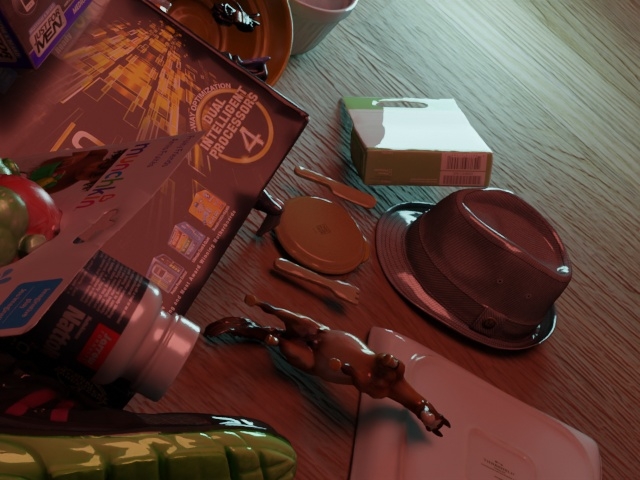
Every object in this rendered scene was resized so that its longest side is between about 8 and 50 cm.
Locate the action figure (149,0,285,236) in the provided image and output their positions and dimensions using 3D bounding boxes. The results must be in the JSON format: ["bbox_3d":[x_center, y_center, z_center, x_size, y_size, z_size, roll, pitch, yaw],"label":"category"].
[{"bbox_3d":[-0.141,-0.158,1.763,0.341,0.178,0.330,-24,86,-39],"label":"action figure"}]

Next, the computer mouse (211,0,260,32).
[{"bbox_3d":[-0.155,-0.327,1.841,0.193,0.042,0.106,49,16,4],"label":"computer mouse"}]

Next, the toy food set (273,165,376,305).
[{"bbox_3d":[0.000,0.000,1.859,0.132,0.038,0.192,23,43,-10],"label":"toy food set"}]

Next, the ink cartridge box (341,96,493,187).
[{"bbox_3d":[0.124,-0.136,2.047,0.171,0.056,0.235,0,21,-9],"label":"ink cartridge box"}]

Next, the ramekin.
[{"bbox_3d":[-0.060,-0.356,2.131,0.207,0.109,0.207,24,38,-20],"label":"ramekin"}]

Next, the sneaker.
[{"bbox_3d":[-0.241,0.166,1.287,0.483,0.185,0.202,9,40,-25],"label":"sneaker"}]

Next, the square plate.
[{"bbox_3d":[0.195,0.276,1.712,0.347,0.049,0.344,29,36,-14],"label":"square plate"}]

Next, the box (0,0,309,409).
[{"bbox_3d":[-0.235,-0.065,1.539,0.318,0.097,0.395,35,58,-5],"label":"box"}]

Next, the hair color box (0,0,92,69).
[{"bbox_3d":[-0.389,-0.274,1.529,0.185,0.339,0.110,-59,140,-34],"label":"hair color box"}]

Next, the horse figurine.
[{"bbox_3d":[0.010,0.125,1.634,0.263,0.066,0.174,20,-8,24],"label":"horse figurine"}]

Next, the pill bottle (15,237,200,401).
[{"bbox_3d":[-0.206,0.068,1.375,0.180,0.108,0.108,31,36,-8],"label":"pill bottle"}]

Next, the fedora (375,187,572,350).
[{"bbox_3d":[0.219,0.016,1.958,0.275,0.124,0.244,30,35,-13],"label":"fedora"}]

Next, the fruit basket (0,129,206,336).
[{"bbox_3d":[-0.307,-0.011,1.199,0.165,0.353,0.327,68,29,-22],"label":"fruit basket"}]

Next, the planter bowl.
[{"bbox_3d":[-0.150,-0.274,1.941,0.217,0.090,0.217,4,83,-35],"label":"planter bowl"}]
